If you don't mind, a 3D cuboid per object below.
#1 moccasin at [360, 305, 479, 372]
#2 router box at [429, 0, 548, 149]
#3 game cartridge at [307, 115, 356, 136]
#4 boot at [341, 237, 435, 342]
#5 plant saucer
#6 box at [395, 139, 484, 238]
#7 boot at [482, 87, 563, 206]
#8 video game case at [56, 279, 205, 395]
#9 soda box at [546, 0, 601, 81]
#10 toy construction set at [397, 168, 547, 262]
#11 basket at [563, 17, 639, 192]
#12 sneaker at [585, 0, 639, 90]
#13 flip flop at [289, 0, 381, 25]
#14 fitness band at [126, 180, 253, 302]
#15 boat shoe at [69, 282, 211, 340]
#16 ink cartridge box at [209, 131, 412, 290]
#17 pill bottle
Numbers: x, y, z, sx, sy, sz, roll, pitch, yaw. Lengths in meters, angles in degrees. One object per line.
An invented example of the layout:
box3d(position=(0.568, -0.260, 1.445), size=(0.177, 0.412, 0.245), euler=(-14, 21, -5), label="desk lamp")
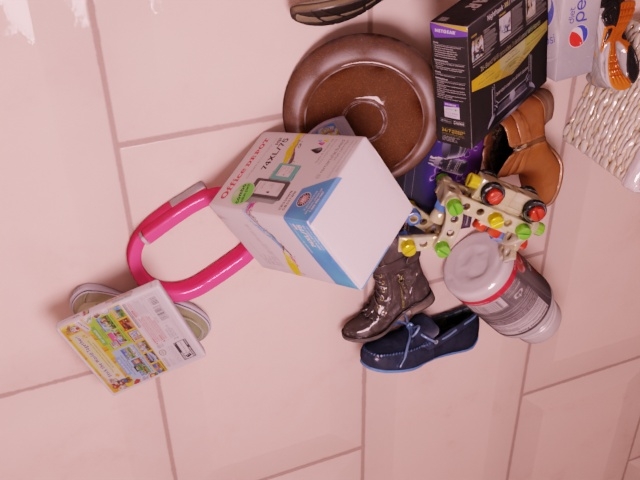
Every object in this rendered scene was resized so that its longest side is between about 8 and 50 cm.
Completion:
box3d(position=(0.238, 0.220, 1.896), size=(0.342, 0.138, 0.116), euler=(-13, 122, -35), label="moccasin")
box3d(position=(0.328, -0.353, 1.494), size=(0.309, 0.081, 0.243), euler=(-40, 135, -35), label="router box")
box3d(position=(0.018, -0.197, 1.474), size=(0.083, 0.017, 0.056), euler=(-26, 114, 16), label="game cartridge")
box3d(position=(0.134, 0.088, 1.781), size=(0.263, 0.091, 0.229), euler=(-29, 123, -11), label="boot")
box3d(position=(0.082, -0.233, 1.489), size=(0.311, 0.050, 0.310), euler=(1, 121, 1), label="plant saucer")
box3d(position=(0.235, -0.147, 1.658), size=(0.184, 0.103, 0.261), euler=(-8, 124, -18), label="box")
box3d(position=(0.429, -0.167, 1.673), size=(0.220, 0.109, 0.283), euler=(-36, 132, -42), label="boot")
box3d(position=(-0.359, 0.192, 1.518), size=(0.206, 0.026, 0.227), euler=(-23, 133, 0), label="video game case")
box3d(position=(0.493, -0.472, 1.574), size=(0.098, 0.091, 0.286), euler=(-18, 127, -16), label="soda box")
box3d(position=(0.329, -0.035, 1.606), size=(0.328, 0.151, 0.215), euler=(11, 123, -32), label="toy construction set")
box3d(position=(0.779, -0.280, 1.724), size=(0.331, 0.266, 0.328), euler=(8, 117, -28), label="basket")
box3d(position=(0.582, -0.442, 1.640), size=(0.099, 0.121, 0.262), euler=(-9, 100, -19), label="sneaker")
box3d(position=(0.072, -0.456, 1.385), size=(0.277, 0.112, 0.080), euler=(-25, 89, 4), label="flip flop")
box3d(position=(-0.240, 0.005, 1.557), size=(0.291, 0.054, 0.209), euler=(-34, 129, -1), label="fitness band")
box3d(position=(-0.354, 0.168, 1.581), size=(0.302, 0.094, 0.109), euler=(15, 113, -32), label="boat shoe")
box3d(position=(-0.019, -0.061, 1.446), size=(0.198, 0.270, 0.197), euler=(-57, 131, -22), label="ink cartridge box")
box3d(position=(0.447, 0.126, 1.885), size=(0.176, 0.176, 0.318), euler=(-46, 128, 8), label="pill bottle")
